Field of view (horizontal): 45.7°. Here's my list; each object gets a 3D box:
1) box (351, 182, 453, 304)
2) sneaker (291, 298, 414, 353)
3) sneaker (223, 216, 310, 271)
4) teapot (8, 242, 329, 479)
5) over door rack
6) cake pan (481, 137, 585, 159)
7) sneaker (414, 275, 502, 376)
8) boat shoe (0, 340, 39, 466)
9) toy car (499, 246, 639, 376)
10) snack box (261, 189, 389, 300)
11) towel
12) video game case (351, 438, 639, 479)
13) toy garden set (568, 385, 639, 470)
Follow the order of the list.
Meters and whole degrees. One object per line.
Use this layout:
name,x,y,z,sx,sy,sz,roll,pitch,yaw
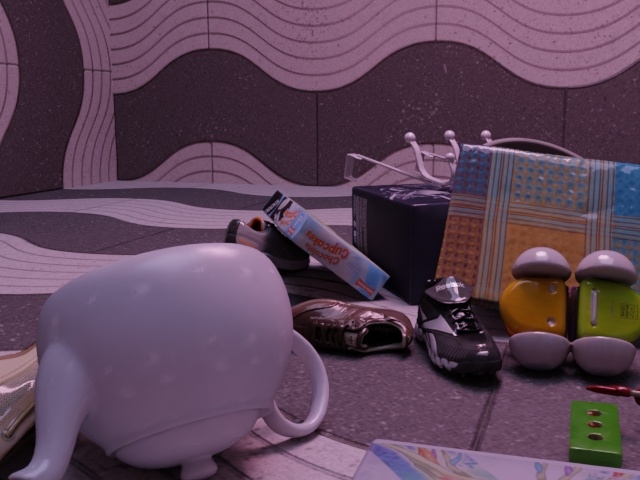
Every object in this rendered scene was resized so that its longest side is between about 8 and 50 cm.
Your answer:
box,0.269,-0.011,1.460,0.343,0.179,0.312,-4,12,-17
sneaker,0.034,0.120,1.043,0.188,0.066,0.071,-1,11,1
sneaker,-0.100,0.009,1.534,0.100,0.108,0.271,5,1,28
teapot,-0.127,0.127,0.707,0.256,0.187,0.252,-18,-17,-3
over door rack,0.234,-0.174,1.576,0.239,0.108,0.324,-6,10,-36
cake pan,0.366,-0.054,1.264,0.293,0.054,0.293,7,49,-8
sneaker,0.175,0.104,1.008,0.078,0.106,0.234,-3,10,-8
boat shoe,-0.278,0.157,0.791,0.098,0.109,0.302,42,18,7
toy car,0.328,0.102,0.995,0.182,0.159,0.136,2,-26,17
snack box,0.000,0.000,1.441,0.187,0.060,0.322,37,1,-17
towel,0.372,-0.005,1.133,0.370,0.271,0.040,9,-22,13
video game case,0.162,0.226,0.514,0.329,0.036,0.300,2,10,16
toy garden set,0.363,0.187,0.714,0.244,0.049,0.204,2,12,19
